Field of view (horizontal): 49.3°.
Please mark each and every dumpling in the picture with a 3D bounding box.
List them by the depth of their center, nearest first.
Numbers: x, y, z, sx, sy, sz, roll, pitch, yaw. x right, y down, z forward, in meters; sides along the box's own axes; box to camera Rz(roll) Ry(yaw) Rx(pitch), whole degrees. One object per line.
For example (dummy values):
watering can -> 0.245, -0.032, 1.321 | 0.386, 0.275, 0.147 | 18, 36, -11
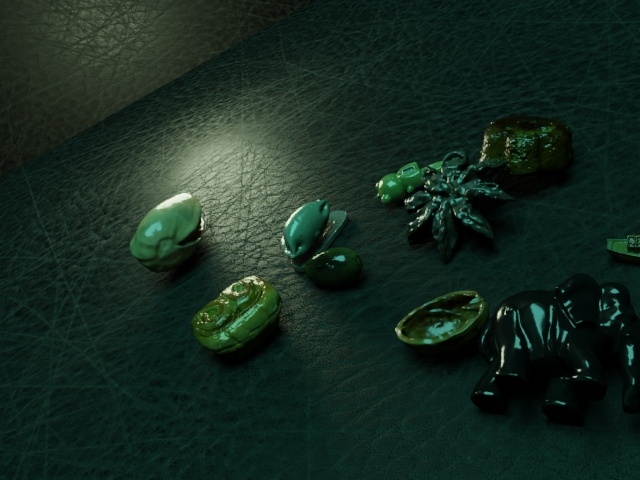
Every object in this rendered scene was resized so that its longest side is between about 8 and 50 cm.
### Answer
dumpling -> -0.049, -0.024, 1.968 | 0.105, 0.149, 0.216 | 26, 59, 3

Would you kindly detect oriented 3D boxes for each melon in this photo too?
melon -> 0.033, 0.070, 1.821 | 0.162, 0.099, 0.099 | -11, 38, 30

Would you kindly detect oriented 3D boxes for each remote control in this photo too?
remote control -> 0.000, 0.000, 1.992 | 0.077, 0.022, 0.245 | 7, 46, 40

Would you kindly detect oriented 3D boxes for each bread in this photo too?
bread -> -0.208, 0.199, 1.789 | 0.236, 0.120, 0.198 | -39, 37, -17
bread -> 0.546, -0.242, 1.842 | 0.247, 0.135, 0.232 | 3, 30, 14

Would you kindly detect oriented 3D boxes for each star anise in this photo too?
star anise -> 0.340, -0.102, 1.786 | 0.332, 0.118, 0.331 | -28, 45, 32

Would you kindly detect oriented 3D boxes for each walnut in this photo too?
walnut -> 0.276, 0.193, 1.525 | 0.211, 0.087, 0.167 | -20, 25, 22

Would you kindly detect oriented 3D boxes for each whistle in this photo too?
whistle -> 0.258, -0.170, 1.993 | 0.228, 0.085, 0.105 | -24, 36, 6

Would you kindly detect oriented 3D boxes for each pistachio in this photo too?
pistachio -> -0.466, -0.030, 2.171 | 0.214, 0.193, 0.318 | -1, 31, 14

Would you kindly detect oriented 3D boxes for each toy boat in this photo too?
toy boat -> 0.709, 0.015, 1.505 | 0.172, 0.066, 0.065 | 2, 41, 32

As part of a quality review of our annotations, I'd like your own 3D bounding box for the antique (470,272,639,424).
antique -> 0.452, 0.199, 1.333 | 0.322, 0.185, 0.255 | -1, 44, 36
